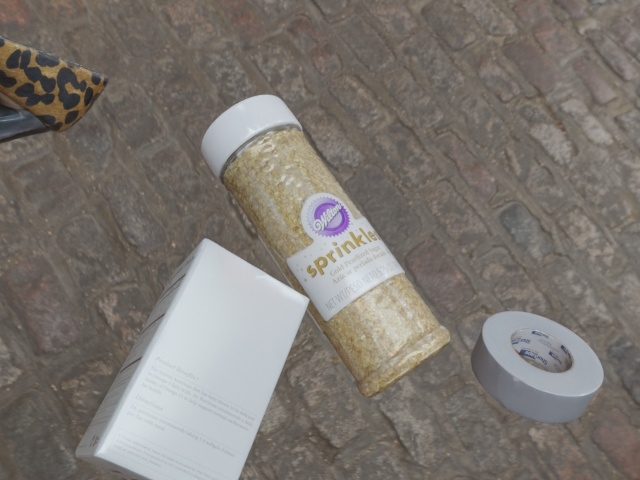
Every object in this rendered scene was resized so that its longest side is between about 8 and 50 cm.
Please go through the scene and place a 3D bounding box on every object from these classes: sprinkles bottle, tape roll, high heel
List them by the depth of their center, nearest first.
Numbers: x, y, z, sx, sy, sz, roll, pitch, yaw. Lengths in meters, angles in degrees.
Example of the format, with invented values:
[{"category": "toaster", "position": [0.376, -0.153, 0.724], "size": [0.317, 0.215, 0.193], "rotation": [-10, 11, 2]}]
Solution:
[{"category": "high heel", "position": [-0.262, -0.189, 0.446], "size": [0.093, 0.261, 0.186], "rotation": [38, 50, 26]}, {"category": "sprinkles bottle", "position": [0.000, 0.000, 0.677], "size": [0.121, 0.121, 0.356], "rotation": [-30, 76, -19]}, {"category": "tape roll", "position": [0.391, 0.226, 1.066], "size": [0.219, 0.072, 0.219], "rotation": [9, 31, -5]}]

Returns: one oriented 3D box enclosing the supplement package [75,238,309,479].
[{"category": "supplement package", "position": [-0.102, 0.109, 0.478], "size": [0.105, 0.105, 0.179], "rotation": [32, 59, -16]}]
